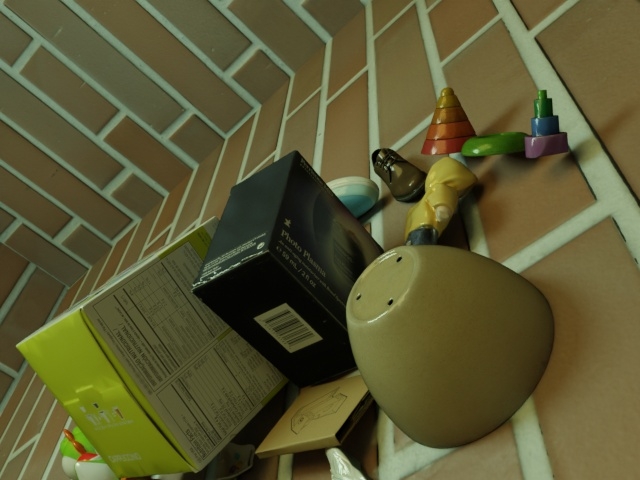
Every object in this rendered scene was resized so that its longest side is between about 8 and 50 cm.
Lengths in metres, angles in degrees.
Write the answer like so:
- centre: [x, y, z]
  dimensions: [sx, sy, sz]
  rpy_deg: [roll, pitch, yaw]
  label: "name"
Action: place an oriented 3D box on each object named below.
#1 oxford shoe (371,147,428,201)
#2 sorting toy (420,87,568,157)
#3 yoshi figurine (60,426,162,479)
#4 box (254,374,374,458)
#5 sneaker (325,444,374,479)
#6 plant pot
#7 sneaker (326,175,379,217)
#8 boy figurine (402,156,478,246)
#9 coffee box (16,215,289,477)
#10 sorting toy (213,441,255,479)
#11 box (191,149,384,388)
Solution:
- centre: [0.158, -0.146, 1.458]
  dimensions: [0.083, 0.096, 0.227]
  rpy_deg: [-47, 24, 2]
  label: "oxford shoe"
- centre: [0.298, -0.218, 1.216]
  dimensions: [0.127, 0.126, 0.365]
  rpy_deg: [-12, 12, -20]
  label: "sorting toy"
- centre: [-0.454, 0.528, 1.499]
  dimensions: [0.362, 0.204, 0.202]
  rpy_deg: [19, 110, 51]
  label: "yoshi figurine"
- centre: [0.002, 0.282, 1.104]
  dimensions: [0.201, 0.021, 0.164]
  rpy_deg: [-26, 12, 43]
  label: "box"
- centre: [0.035, 0.344, 0.978]
  dimensions: [0.061, 0.054, 0.152]
  rpy_deg: [-54, 24, -3]
  label: "sneaker"
- centre: [0.147, 0.115, 0.952]
  dimensions: [0.284, 0.191, 0.284]
  rpy_deg: [-40, 24, 22]
  label: "plant pot"
- centre: [0.000, 0.000, 1.512]
  dimensions: [0.319, 0.127, 0.208]
  rpy_deg: [-27, 44, 25]
  label: "sneaker"
- centre: [0.197, -0.027, 1.206]
  dimensions: [0.285, 0.092, 0.177]
  rpy_deg: [-61, -2, -33]
  label: "boy figurine"
- centre: [-0.298, 0.212, 1.301]
  dimensions: [0.338, 0.338, 0.334]
  rpy_deg: [-25, 12, 46]
  label: "coffee box"
- centre: [-0.152, 0.406, 1.240]
  dimensions: [0.075, 0.045, 0.083]
  rpy_deg: [-30, 28, 24]
  label: "sorting toy"
- centre: [-0.040, 0.048, 1.236]
  dimensions: [0.183, 0.296, 0.294]
  rpy_deg: [-27, 31, 27]
  label: "box"
